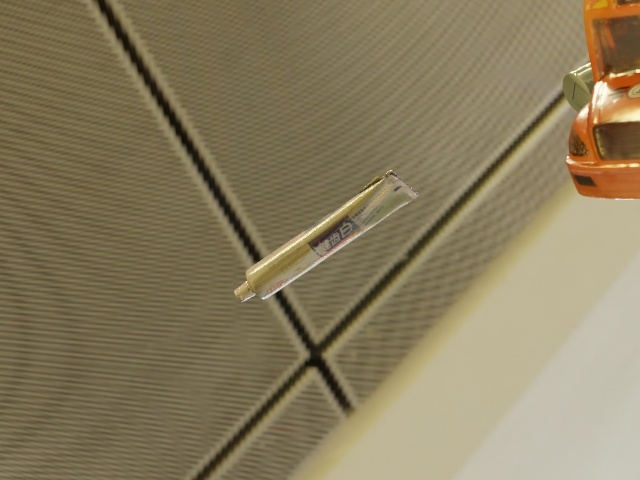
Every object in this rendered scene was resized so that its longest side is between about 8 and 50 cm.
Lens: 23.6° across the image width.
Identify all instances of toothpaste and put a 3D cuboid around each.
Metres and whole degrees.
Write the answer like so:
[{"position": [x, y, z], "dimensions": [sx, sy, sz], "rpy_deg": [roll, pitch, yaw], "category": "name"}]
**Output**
[{"position": [0.000, 0.000, 1.227], "dimensions": [0.045, 0.170, 0.028], "rpy_deg": [39, -157, -45], "category": "toothpaste"}]

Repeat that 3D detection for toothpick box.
[{"position": [0.324, -0.184, 1.752], "dimensions": [0.083, 0.052, 0.052], "rpy_deg": [-28, -72, -21], "category": "toothpick box"}]

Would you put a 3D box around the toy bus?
[{"position": [0.294, -0.158, 1.088], "dimensions": [0.329, 0.143, 0.153], "rpy_deg": [-42, -63, -33], "category": "toy bus"}]
